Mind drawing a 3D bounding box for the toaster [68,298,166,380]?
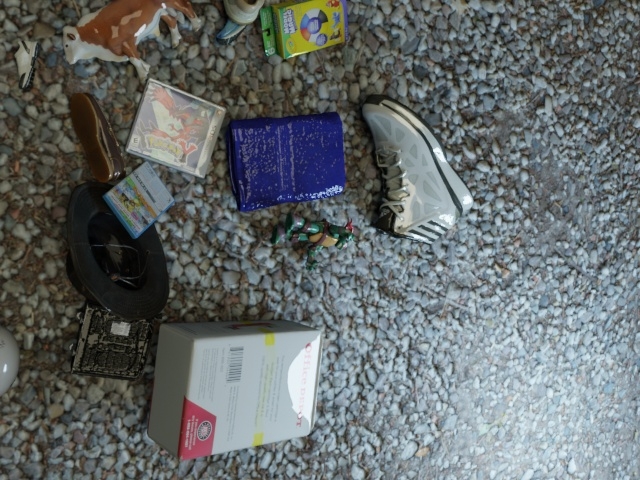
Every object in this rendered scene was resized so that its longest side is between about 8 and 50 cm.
[{"bbox_3d":[-0.476,0.228,1.616,0.186,0.110,0.168,12,91,-26],"label":"toaster"}]

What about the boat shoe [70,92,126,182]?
[{"bbox_3d":[-0.500,-0.233,1.579,0.073,0.073,0.207,-30,108,-59],"label":"boat shoe"}]

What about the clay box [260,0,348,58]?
[{"bbox_3d":[-0.038,-0.540,1.747,0.222,0.053,0.127,-23,129,-22],"label":"clay box"}]

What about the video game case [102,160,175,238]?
[{"bbox_3d":[-0.415,-0.096,1.610,0.119,0.015,0.166,58,37,-19],"label":"video game case"}]

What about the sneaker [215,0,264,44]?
[{"bbox_3d":[-0.208,-0.543,1.692,0.073,0.063,0.162,39,71,-13],"label":"sneaker"}]

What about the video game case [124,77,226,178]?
[{"bbox_3d":[-0.345,-0.266,1.670,0.201,0.023,0.183,18,88,-26],"label":"video game case"}]

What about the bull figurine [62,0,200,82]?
[{"bbox_3d":[-0.424,-0.474,1.567,0.310,0.101,0.188,-47,115,-13],"label":"bull figurine"}]

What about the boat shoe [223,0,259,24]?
[{"bbox_3d":[-0.197,-0.664,1.628,0.109,0.098,0.302,-10,85,-20],"label":"boat shoe"}]

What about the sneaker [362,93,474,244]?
[{"bbox_3d":[0.214,-0.160,1.869,0.257,0.169,0.447,-49,116,-15],"label":"sneaker"}]

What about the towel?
[{"bbox_3d":[-0.087,-0.206,1.779,0.308,0.076,0.227,-10,107,-25],"label":"towel"}]

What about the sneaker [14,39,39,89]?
[{"bbox_3d":[-0.642,-0.381,1.512,0.044,0.040,0.109,11,87,-10],"label":"sneaker"}]

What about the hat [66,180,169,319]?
[{"bbox_3d":[-0.485,0.038,1.567,0.134,0.331,0.331,-23,112,25],"label":"hat"}]

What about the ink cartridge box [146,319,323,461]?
[{"bbox_3d":[-0.198,0.344,1.685,0.385,0.160,0.279,4,95,-42],"label":"ink cartridge box"}]

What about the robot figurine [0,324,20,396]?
[{"bbox_3d":[-0.774,0.250,1.445,0.278,0.173,0.209,6,96,-26],"label":"robot figurine"}]

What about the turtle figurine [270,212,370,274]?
[{"bbox_3d":[0.000,0.000,1.820,0.234,0.118,0.175,18,129,-25],"label":"turtle figurine"}]
